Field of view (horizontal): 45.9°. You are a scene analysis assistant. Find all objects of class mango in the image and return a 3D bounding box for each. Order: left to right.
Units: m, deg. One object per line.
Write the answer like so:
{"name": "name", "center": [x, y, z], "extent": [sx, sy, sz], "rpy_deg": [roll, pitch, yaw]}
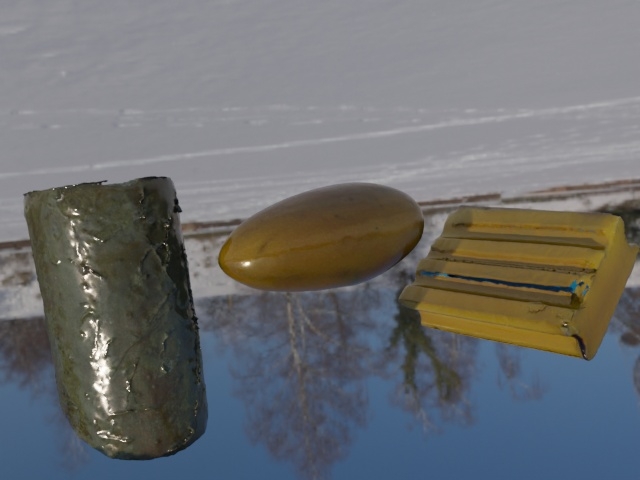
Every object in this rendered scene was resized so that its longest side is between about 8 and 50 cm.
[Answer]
{"name": "mango", "center": [0.000, 0.000, 0.816], "extent": [0.253, 0.113, 0.138], "rpy_deg": [-14, -171, -36]}

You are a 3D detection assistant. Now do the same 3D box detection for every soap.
{"name": "soap", "center": [0.293, 0.054, 1.139], "extent": [0.096, 0.204, 0.324], "rpy_deg": [45, 158, -31]}

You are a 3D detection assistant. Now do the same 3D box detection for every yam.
{"name": "yam", "center": [-0.221, 0.077, 0.838], "extent": [0.168, 0.304, 0.168], "rpy_deg": [-5, -168, 1]}
